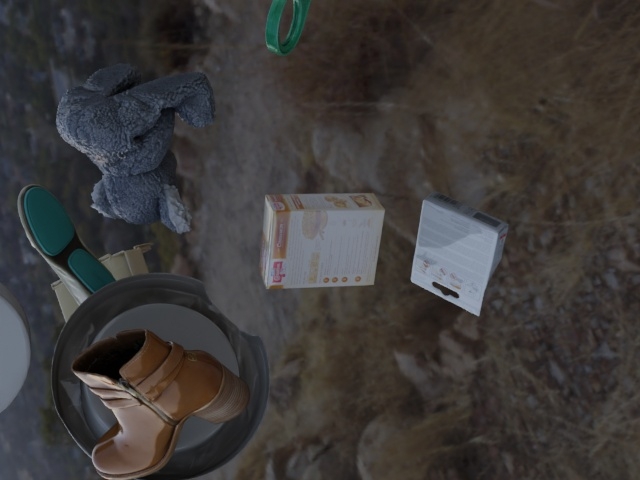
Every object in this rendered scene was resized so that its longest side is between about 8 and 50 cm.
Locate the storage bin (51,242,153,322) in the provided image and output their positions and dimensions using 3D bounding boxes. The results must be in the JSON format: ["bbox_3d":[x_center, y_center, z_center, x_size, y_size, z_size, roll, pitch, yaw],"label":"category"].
[{"bbox_3d":[-0.435,0.169,2.002,0.260,0.123,0.262,-24,83,36],"label":"storage bin"}]

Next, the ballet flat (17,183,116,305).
[{"bbox_3d":[-0.439,0.017,1.534,0.086,0.086,0.248,14,138,60],"label":"ballet flat"}]

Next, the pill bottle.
[{"bbox_3d":[-0.490,0.127,1.173,0.361,0.204,0.204,0,103,63],"label":"pill bottle"}]

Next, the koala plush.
[{"bbox_3d":[-0.268,-0.116,1.312,0.196,0.203,0.221,12,123,26],"label":"koala plush"}]

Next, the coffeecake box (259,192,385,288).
[{"bbox_3d":[0.000,0.000,1.490,0.068,0.186,0.142,-119,31,-58],"label":"coffeecake box"}]

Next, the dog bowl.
[{"bbox_3d":[-0.260,0.230,1.486,0.348,0.349,0.102,65,155,18],"label":"dog bowl"}]

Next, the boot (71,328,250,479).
[{"bbox_3d":[-0.265,0.228,1.259,0.283,0.220,0.109,-26,50,23],"label":"boot"}]

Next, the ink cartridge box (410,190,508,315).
[{"bbox_3d":[0.232,0.022,1.539,0.145,0.045,0.179,27,134,27],"label":"ink cartridge box"}]

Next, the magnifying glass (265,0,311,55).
[{"bbox_3d":[-0.022,-0.365,1.309,0.026,0.231,0.092,15,157,17],"label":"magnifying glass"}]
